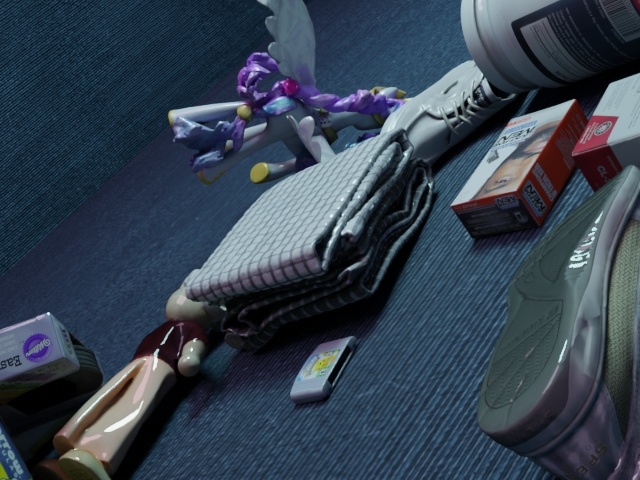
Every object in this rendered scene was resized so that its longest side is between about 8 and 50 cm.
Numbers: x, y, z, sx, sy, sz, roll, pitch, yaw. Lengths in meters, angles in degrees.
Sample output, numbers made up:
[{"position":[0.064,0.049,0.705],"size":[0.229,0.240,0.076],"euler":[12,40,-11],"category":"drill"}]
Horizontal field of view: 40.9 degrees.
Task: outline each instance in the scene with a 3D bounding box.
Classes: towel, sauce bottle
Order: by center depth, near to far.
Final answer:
[{"position":[0.000,0.000,1.073],"size":[0.235,0.121,0.284],"euler":[-20,24,37],"category":"towel"},{"position":[-0.091,0.091,1.134],"size":[0.042,0.042,0.128],"euler":[-26,22,30],"category":"sauce bottle"}]

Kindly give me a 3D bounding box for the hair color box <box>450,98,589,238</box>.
[{"position":[0.225,-0.079,0.947],"size":[0.093,0.053,0.167],"euler":[-13,32,49],"category":"hair color box"}]

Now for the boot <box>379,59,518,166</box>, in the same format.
[{"position":[0.188,-0.185,1.186],"size":[0.258,0.095,0.123],"euler":[-48,15,-30],"category":"boot"}]

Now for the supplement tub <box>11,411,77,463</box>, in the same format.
[{"position":[-0.442,0.237,1.266],"size":[0.200,0.144,0.144],"euler":[-46,21,-24],"category":"supplement tub"}]

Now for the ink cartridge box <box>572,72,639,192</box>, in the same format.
[{"position":[0.338,-0.110,0.781],"size":[0.175,0.072,0.127],"euler":[-15,29,48],"category":"ink cartridge box"}]

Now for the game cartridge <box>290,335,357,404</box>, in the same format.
[{"position":[0.002,0.136,0.906],"size":[0.056,0.017,0.083],"euler":[-25,22,43],"category":"game cartridge"}]

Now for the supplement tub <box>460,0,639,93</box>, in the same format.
[{"position":[0.330,-0.300,1.054],"size":[0.272,0.191,0.191],"euler":[-14,30,48],"category":"supplement tub"}]

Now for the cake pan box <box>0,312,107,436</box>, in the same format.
[{"position":[-0.409,0.190,1.070],"size":[0.266,0.070,0.246],"euler":[-21,-18,-9],"category":"cake pan box"}]

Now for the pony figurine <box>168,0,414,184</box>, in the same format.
[{"position":[-0.049,-0.201,1.370],"size":[0.363,0.303,0.351],"euler":[-16,-13,22],"category":"pony figurine"}]

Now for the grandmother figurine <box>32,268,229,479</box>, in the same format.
[{"position":[-0.215,0.166,1.098],"size":[0.207,0.104,0.342],"euler":[-15,31,38],"category":"grandmother figurine"}]

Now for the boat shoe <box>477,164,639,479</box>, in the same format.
[{"position":[0.207,0.053,0.633],"size":[0.118,0.103,0.320],"euler":[-47,4,38],"category":"boat shoe"}]

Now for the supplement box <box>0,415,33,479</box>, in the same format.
[{"position":[-0.494,0.343,0.907],"size":[0.356,0.194,0.195],"euler":[-28,1,10],"category":"supplement box"}]
